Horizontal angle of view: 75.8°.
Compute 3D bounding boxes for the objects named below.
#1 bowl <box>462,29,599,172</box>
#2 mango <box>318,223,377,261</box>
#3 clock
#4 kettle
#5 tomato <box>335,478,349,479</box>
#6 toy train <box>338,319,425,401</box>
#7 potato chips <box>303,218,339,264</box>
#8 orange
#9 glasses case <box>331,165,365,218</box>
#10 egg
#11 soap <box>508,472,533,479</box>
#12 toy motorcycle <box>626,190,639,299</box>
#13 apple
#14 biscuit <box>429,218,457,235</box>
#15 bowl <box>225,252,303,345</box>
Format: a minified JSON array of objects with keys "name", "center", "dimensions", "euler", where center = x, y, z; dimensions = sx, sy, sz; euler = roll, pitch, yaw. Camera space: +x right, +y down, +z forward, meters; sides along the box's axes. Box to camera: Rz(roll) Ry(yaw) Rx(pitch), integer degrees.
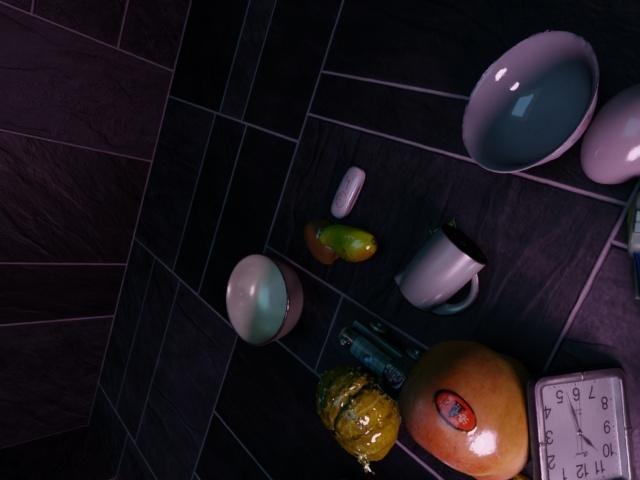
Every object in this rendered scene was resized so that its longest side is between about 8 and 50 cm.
[{"name":"bowl","center":[0.544,-0.316,1.028],"dimensions":[0.345,0.157,0.346],"euler":[-30,53,51]},{"name":"mango","center":[0.094,0.009,1.443],"dimensions":[0.232,0.111,0.126],"euler":[8,85,36]},{"name":"clock","center":[0.578,0.426,0.919],"dimensions":[0.049,0.272,0.280],"euler":[162,107,-71]},{"name":"kettle","center":[0.360,0.109,1.194],"dimensions":[0.221,0.161,0.237],"euler":[38,115,2]},{"name":"tomato","center":[0.065,0.909,1.270],"dimensions":[0.321,0.321,0.323],"euler":[-3,85,40]},{"name":"toy train","center":[0.191,0.358,1.282],"dimensions":[0.298,0.194,0.120],"euler":[32,109,38]},{"name":"potato chips","center":[0.000,0.000,1.566],"dimensions":[0.202,0.049,0.150],"euler":[49,122,25]},{"name":"orange","center":[0.120,0.536,1.304],"dimensions":[0.301,0.223,0.301],"euler":[-7,109,63]},{"name":"glasses case","center":[0.098,-0.173,1.491],"dimensions":[0.076,0.049,0.197],"euler":[37,110,35]},{"name":"egg","center":[0.689,-0.231,0.911],"dimensions":[0.176,0.176,0.232],"euler":[46,126,33]},{"name":"soap","center":[0.528,0.681,0.967],"dimensions":[0.324,0.204,0.096],"euler":[19,102,40]},{"name":"toy motorcycle","center":[0.732,0.062,0.840],"dimensions":[0.191,0.199,0.327],"euler":[7,89,40]},{"name":"apple","center":[0.377,0.403,1.029],"dimensions":[0.338,0.338,0.305],"euler":[26,80,39]},{"name":"biscuit","center":[0.379,-0.029,1.264],"dimensions":[0.089,0.016,0.046],"euler":[-28,69,36]},{"name":"bowl","center":[-0.192,0.226,1.622],"dimensions":[0.353,0.185,0.355],"euler":[-3,85,40]}]
